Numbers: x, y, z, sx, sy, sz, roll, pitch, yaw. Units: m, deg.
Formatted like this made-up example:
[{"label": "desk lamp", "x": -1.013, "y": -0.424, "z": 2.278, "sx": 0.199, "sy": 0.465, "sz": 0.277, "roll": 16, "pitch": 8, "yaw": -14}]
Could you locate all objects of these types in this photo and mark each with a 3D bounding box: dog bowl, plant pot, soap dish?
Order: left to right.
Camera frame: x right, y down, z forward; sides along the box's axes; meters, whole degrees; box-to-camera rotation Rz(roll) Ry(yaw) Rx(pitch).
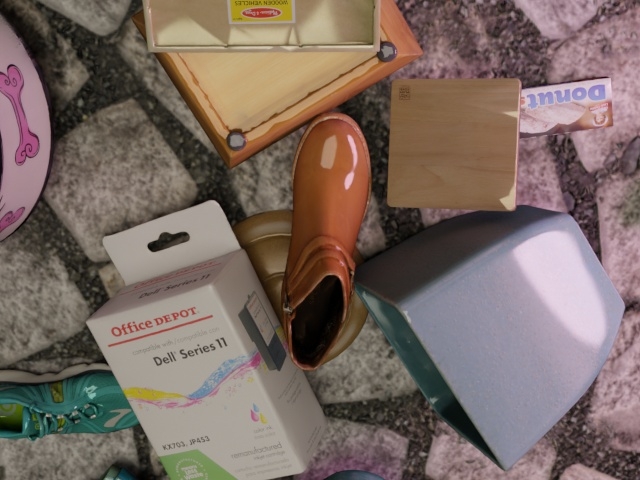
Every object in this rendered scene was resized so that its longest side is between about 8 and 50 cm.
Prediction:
[{"label": "dog bowl", "x": -0.544, "y": -0.136, "z": 1.244, "sx": 0.408, "sy": 0.150, "sz": 0.408, "roll": 4, "pitch": 114, "yaw": 10}, {"label": "soap dish", "x": -0.054, "y": -0.248, "z": 1.247, "sx": 0.291, "sy": 0.118, "sz": 0.229, "roll": -30, "pitch": 103, "yaw": 9}, {"label": "plant pot", "x": -0.049, "y": 0.076, "z": 1.389, "sx": 0.236, "sy": 0.032, "sz": 0.236, "roll": 1, "pitch": 107, "yaw": 2}, {"label": "plant pot", "x": 0.223, "y": 0.086, "z": 1.281, "sx": 0.252, "sy": 0.247, "sz": 0.248, "roll": -35, "pitch": 103, "yaw": -6}]

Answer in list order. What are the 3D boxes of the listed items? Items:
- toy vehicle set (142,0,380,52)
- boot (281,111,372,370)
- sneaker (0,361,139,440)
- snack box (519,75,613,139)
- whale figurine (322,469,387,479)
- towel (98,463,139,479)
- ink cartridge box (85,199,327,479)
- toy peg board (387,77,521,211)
[{"label": "toy vehicle set", "x": -0.066, "y": -0.292, "z": 1.131, "sx": 0.266, "sy": 0.035, "sz": 0.166, "roll": 0, "pitch": 122, "yaw": 1}, {"label": "boot", "x": 0.000, "y": 0.000, "z": 1.232, "sx": 0.109, "sy": 0.220, "sz": 0.283, "roll": 14, "pitch": 107, "yaw": -3}, {"label": "sneaker", "x": -0.365, "y": 0.239, "z": 1.407, "sx": 0.275, "sy": 0.110, "sz": 0.107, "roll": -5, "pitch": 106, "yaw": 3}, {"label": "snack box", "x": 0.282, "y": -0.166, "z": 1.310, "sx": 0.178, "sy": 0.022, "sz": 0.064, "roll": -7, "pitch": 105, "yaw": 4}, {"label": "whale figurine", "x": 0.008, "y": 0.412, "z": 1.452, "sx": 0.272, "sy": 0.141, "sz": 0.216, "roll": -21, "pitch": 120, "yaw": 32}, {"label": "towel", "x": -0.236, "y": 0.525, "z": 1.497, "sx": 0.370, "sy": 0.040, "sz": 0.271, "roll": 40, "pitch": 109, "yaw": -3}, {"label": "ink cartridge box", "x": -0.160, "y": 0.146, "z": 1.340, "sx": 0.207, "sy": 0.119, "sz": 0.353, "roll": -18, "pitch": 107, "yaw": 25}, {"label": "toy peg board", "x": 0.174, "y": -0.120, "z": 1.294, "sx": 0.161, "sy": 0.079, "sz": 0.161, "roll": 3, "pitch": 93, "yaw": 19}]
